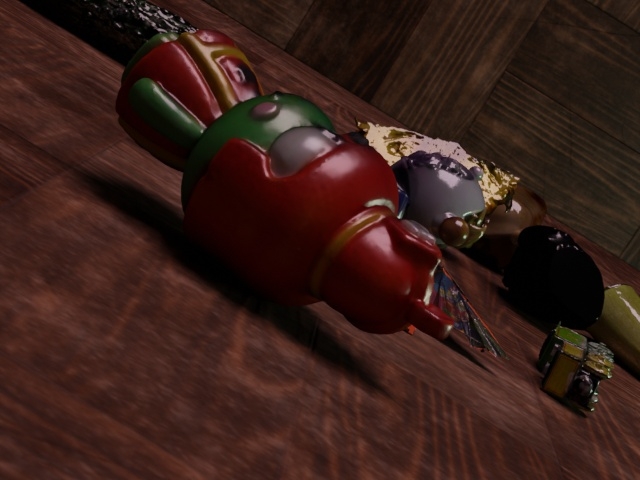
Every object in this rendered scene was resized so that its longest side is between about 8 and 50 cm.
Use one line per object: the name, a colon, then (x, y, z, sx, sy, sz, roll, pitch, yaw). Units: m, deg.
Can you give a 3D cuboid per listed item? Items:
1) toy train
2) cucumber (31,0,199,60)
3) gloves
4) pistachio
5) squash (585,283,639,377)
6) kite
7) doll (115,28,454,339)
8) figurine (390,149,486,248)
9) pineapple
toy train: (0.282, 0.140, 1.665, 0.081, 0.060, 0.202, 26, 9, 8)
cucumber: (-0.295, -0.316, 2.021, 0.359, 0.096, 0.096, 31, 10, -4)
gloves: (0.317, 0.052, 2.060, 0.164, 0.124, 0.203, 61, -14, 4)
pistachio: (0.263, -0.032, 2.296, 0.165, 0.131, 0.210, -13, 23, -11)
squash: (0.468, 0.158, 2.086, 0.094, 0.094, 0.224, 21, 20, -48)
kite: (0.092, 0.050, 1.543, 0.241, 0.014, 0.183, 31, 25, -3)
doll: (-0.027, -0.033, 1.256, 0.363, 0.160, 0.182, 39, 12, 24)
figurine: (0.088, -0.059, 1.885, 0.274, 0.133, 0.194, 14, 4, -21)
pineapple: (0.140, -0.043, 2.083, 0.249, 0.140, 0.164, 14, 56, -14)
